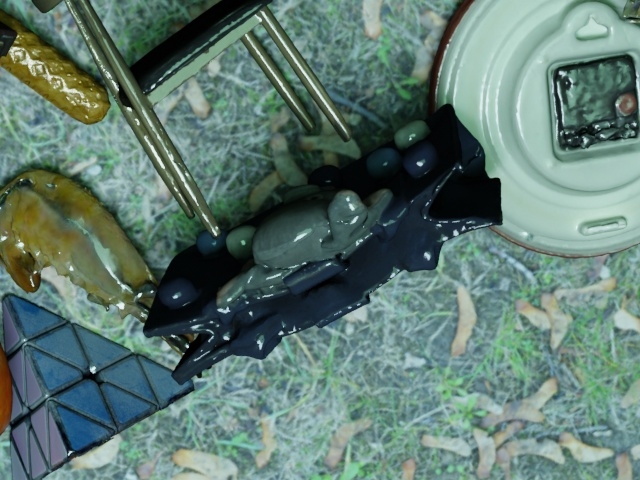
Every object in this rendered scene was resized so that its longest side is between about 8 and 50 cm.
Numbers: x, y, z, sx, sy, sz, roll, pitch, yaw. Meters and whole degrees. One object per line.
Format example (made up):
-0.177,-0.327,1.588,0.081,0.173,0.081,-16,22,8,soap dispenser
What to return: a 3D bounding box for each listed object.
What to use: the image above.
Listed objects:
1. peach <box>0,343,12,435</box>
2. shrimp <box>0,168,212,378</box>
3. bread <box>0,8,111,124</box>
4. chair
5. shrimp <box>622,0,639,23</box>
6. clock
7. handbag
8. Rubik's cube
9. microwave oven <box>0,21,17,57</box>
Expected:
-0.435,0.130,1.465,0.308,0.289,0.289,6,104,-4,peach
-0.214,0.043,1.585,0.117,0.066,0.262,-37,94,21,shrimp
-0.263,-0.164,1.525,0.157,0.052,0.044,37,93,-16,bread
-0.119,-0.164,1.474,0.166,0.188,0.272,-37,104,-6,chair
0.385,-0.328,1.549,0.185,0.068,0.287,13,85,-23,shrimp
0.262,-0.138,1.598,0.318,0.080,0.318,-2,106,-8,clock
0.000,0.000,1.473,0.325,0.269,0.118,-29,101,10,handbag
-0.257,0.128,1.567,0.211,0.190,0.178,-32,90,-4,Rubik's cube
-0.412,-0.155,1.392,0.188,0.247,0.178,30,99,8,microwave oven
